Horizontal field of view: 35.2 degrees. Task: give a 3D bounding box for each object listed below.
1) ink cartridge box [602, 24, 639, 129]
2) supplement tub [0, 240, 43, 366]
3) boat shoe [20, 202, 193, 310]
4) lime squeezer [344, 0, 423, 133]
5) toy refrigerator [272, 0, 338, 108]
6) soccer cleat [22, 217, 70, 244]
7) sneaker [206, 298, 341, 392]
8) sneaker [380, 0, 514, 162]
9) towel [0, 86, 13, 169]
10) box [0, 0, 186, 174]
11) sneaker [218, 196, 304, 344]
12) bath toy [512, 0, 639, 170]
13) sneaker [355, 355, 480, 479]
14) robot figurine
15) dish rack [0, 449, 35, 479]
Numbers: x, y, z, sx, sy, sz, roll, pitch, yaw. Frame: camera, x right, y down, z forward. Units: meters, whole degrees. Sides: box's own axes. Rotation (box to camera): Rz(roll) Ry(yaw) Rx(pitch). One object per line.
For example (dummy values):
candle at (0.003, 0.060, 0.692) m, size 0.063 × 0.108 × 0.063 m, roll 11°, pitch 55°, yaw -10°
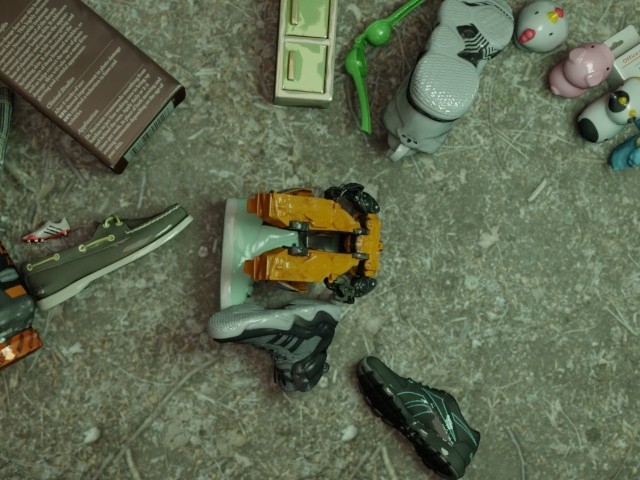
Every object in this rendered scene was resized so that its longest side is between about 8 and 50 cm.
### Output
ink cartridge box at (0.593, -0.304, 1.854) m, size 0.104 × 0.061 × 0.181 m, roll -34°, pitch 90°, yaw -6°
supplement tub at (-0.607, 0.065, 1.650) m, size 0.207 × 0.207 × 0.338 m, roll -29°, pitch 91°, yaw -6°
boat shoe at (-0.365, 0.011, 1.725) m, size 0.305 × 0.109 × 0.091 m, roll -29°, pitch 95°, yaw -2°
lime squeezer at (0.106, -0.344, 1.795) m, size 0.059 × 0.110 × 0.310 m, roll 36°, pitch 78°, yaw -44°
toy refrigerator at (-0.025, -0.376, 1.783) m, size 0.102 × 0.094 × 0.269 m, roll 4°, pitch 87°, yaw -5°
soccer cleat at (-0.478, -0.016, 1.757) m, size 0.083 × 0.029 × 0.035 m, roll -13°, pitch 80°, yaw -9°
sneaker at (-0.074, 0.185, 1.706) m, size 0.268 × 0.101 × 0.153 m, roll -4°, pitch 99°, yaw -41°
sneaker at (0.213, -0.294, 1.786) m, size 0.137 × 0.210 × 0.366 m, roll 32°, pitch 50°, yaw -4°
towel at (-0.662, -0.162, 1.619) m, size 0.324 × 0.312 × 0.056 m, roll -12°, pitch 122°, yaw -6°
box at (-0.436, -0.303, 1.721) m, size 0.381 × 0.143 × 0.191 m, roll 40°, pitch 85°, yaw -4°
sneaker at (-0.100, 0.057, 1.755) m, size 0.151 × 0.094 × 0.256 m, roll 4°, pitch 88°, yaw -8°
bath toy at (0.472, -0.284, 1.788) m, size 0.151 × 0.129 × 0.348 m, roll -41°, pitch 88°, yaw 32°
sneaker at (0.172, 0.297, 1.782) m, size 0.267 × 0.101 × 0.106 m, roll 48°, pitch 62°, yaw -1°
robot figurine at (0.000, 0.000, 1.711) m, size 0.291 × 0.085 × 0.211 m, roll 6°, pitch 86°, yaw -49°
dish rack at (-0.567, 0.460, 1.701) m, size 0.271 × 0.074 × 0.208 m, roll 43°, pitch 83°, yaw -2°
